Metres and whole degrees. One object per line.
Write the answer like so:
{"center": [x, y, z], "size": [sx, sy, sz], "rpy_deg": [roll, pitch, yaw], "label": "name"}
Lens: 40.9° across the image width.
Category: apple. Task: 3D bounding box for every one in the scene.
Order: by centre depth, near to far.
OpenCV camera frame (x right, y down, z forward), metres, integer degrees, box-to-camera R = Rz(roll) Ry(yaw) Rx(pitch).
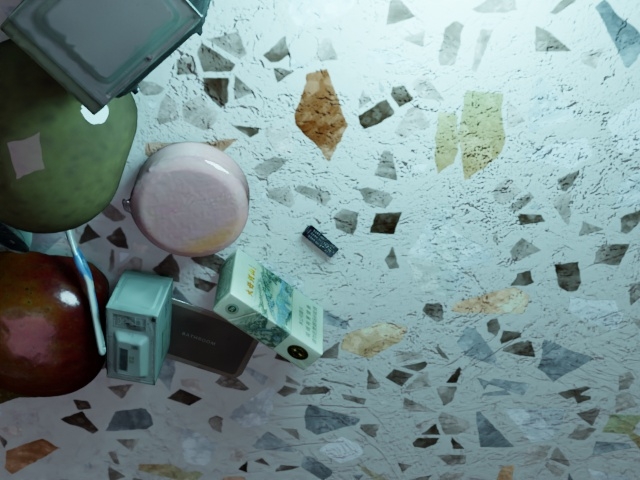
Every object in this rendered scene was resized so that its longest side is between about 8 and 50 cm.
{"center": [-0.654, 0.184, 1.929], "size": [0.364, 0.295, 0.329], "rpy_deg": [15, 84, -12], "label": "apple"}

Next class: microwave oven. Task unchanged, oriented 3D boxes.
{"center": [-0.314, -0.406, 1.409], "size": [0.286, 0.355, 0.218], "rpy_deg": [-35, 117, 19], "label": "microwave oven"}
{"center": [-0.407, 0.194, 1.912], "size": [0.122, 0.162, 0.208], "rpy_deg": [10, 125, 1], "label": "microwave oven"}

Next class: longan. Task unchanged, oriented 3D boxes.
{"center": [-0.502, -0.197, 1.573], "size": [0.360, 0.361, 0.361], "rpy_deg": [0, 123, -1], "label": "longan"}

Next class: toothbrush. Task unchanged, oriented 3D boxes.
{"center": [-0.507, 0.061, 1.821], "size": [0.040, 0.040, 0.386], "rpy_deg": [-8, 99, 4], "label": "toothbrush"}

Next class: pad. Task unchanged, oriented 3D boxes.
{"center": [-0.286, 0.232, 2.032], "size": [0.266, 0.002, 0.176], "rpy_deg": [20, 120, -14], "label": "pad"}

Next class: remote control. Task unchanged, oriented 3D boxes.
{"center": [0.000, 0.000, 1.879], "size": [0.034, 0.016, 0.091], "rpy_deg": [-46, 114, 7], "label": "remote control"}

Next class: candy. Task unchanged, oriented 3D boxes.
{"center": [-0.274, -0.083, 1.773], "size": [0.255, 0.094, 0.255], "rpy_deg": [0, 123, -1], "label": "candy"}

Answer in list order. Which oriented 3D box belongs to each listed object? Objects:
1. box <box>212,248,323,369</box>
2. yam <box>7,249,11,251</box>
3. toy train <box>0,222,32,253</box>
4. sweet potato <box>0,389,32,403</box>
{"center": [-0.109, 0.151, 1.886], "size": [0.256, 0.164, 0.069], "rpy_deg": [36, 118, -22], "label": "box"}
{"center": [-0.667, -0.093, 1.790], "size": [0.046, 0.046, 0.264], "rpy_deg": [-2, 124, 1], "label": "yam"}
{"center": [-0.684, -0.108, 1.663], "size": [0.086, 0.088, 0.407], "rpy_deg": [0, 150, 20], "label": "toy train"}
{"center": [-0.818, 0.344, 2.044], "size": [0.346, 0.079, 0.108], "rpy_deg": [14, 139, -5], "label": "sweet potato"}
